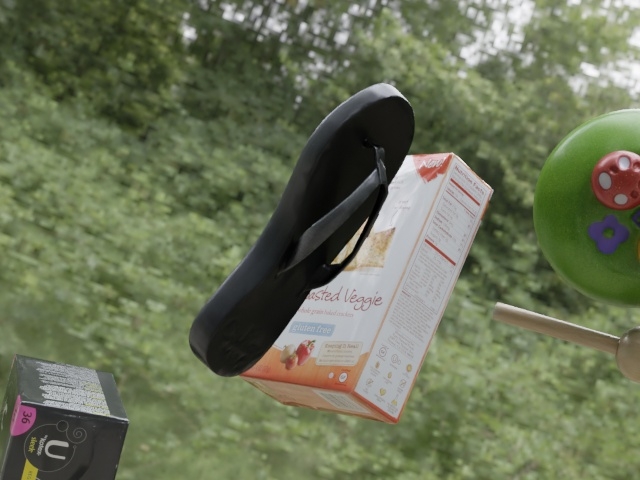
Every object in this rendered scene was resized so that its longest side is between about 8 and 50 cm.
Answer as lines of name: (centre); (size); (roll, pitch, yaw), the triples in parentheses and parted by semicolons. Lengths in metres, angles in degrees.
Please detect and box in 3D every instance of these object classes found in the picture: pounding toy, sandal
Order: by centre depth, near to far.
sandal: (0.000, 0.001, 0.947); (0.054, 0.254, 0.097); (36, 5, 36)
pounding toy: (0.272, 0.001, 1.101); (0.183, 0.236, 0.110); (22, 8, 4)

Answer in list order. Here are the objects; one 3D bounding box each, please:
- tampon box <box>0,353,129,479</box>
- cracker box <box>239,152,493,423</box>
tampon box: (-0.249, 0.191, 1.170); (0.101, 0.120, 0.161); (13, 6, -16)
cracker box: (0.039, 0.036, 1.101); (0.067, 0.232, 0.156); (39, -24, -34)
